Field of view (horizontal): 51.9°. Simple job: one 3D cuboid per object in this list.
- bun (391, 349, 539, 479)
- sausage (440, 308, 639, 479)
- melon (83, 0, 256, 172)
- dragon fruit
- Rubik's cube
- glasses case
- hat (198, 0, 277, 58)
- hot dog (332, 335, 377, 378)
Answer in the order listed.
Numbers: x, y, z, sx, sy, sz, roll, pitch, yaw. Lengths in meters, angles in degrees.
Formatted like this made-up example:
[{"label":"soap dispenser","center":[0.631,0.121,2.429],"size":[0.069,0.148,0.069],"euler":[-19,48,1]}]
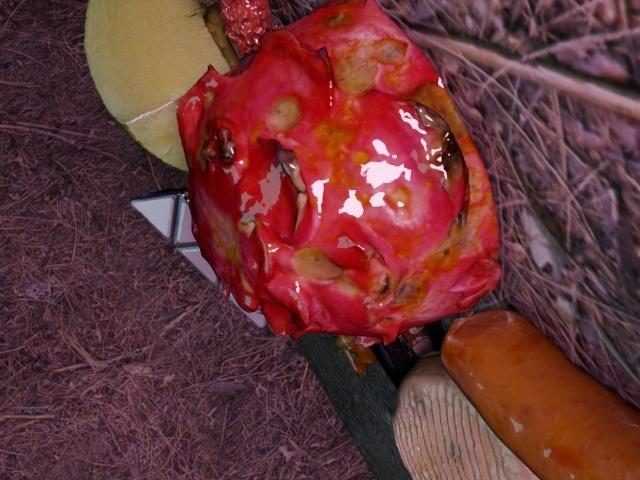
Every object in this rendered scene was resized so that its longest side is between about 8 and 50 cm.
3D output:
[{"label":"bun","center":[0.184,0.224,0.770],"size":[0.237,0.116,0.210],"euler":[-24,89,55]},{"label":"sausage","center":[0.205,0.149,0.557],"size":[0.270,0.109,0.109],"euler":[44,160,51]},{"label":"melon","center":[-0.167,-0.274,0.926],"size":[0.226,0.331,0.344],"euler":[-55,50,38]},{"label":"dragon fruit","center":[-0.012,-0.047,0.682],"size":[0.386,0.249,0.371],"euler":[50,160,31]},{"label":"Rubik's cube","center":[-0.127,-0.034,1.098],"size":[0.233,0.229,0.228],"euler":[44,179,34]},{"label":"glasses case","center":[0.113,0.144,0.927],"size":[0.321,0.082,0.122],"euler":[58,179,-15]},{"label":"hat","center":[-0.128,-0.344,0.737],"size":[0.237,0.107,0.286],"euler":[-106,-4,-69]},{"label":"hot dog","center":[0.033,0.149,1.324],"size":[0.270,0.072,0.109],"euler":[60,170,8]}]
